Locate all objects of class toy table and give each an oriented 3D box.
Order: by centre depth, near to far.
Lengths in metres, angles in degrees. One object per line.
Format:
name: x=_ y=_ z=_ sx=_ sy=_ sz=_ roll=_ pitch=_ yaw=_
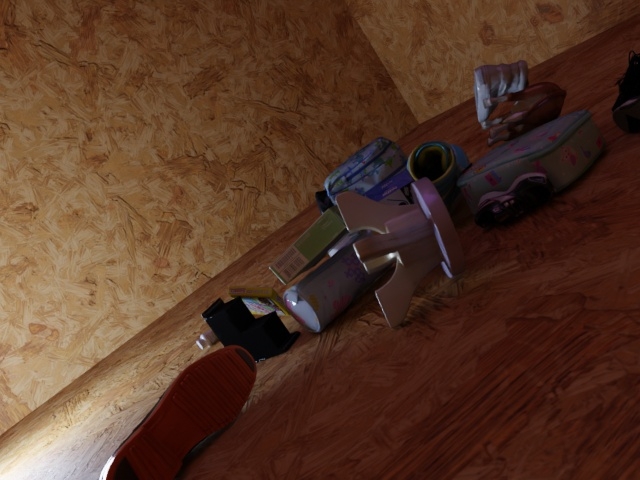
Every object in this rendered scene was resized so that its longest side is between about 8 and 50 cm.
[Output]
toy table: x=0.145 y=0.007 z=1.018 sx=0.161 sy=0.252 sz=0.274 roll=-23 pitch=-24 yaw=5

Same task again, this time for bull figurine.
bull figurine: x=0.479 y=-0.282 z=1.357 sx=0.188 sy=0.101 sz=0.310 roll=-14 pitch=-13 yaw=13

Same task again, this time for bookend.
bookend: x=-0.156 y=0.187 z=1.298 sx=0.156 sy=0.157 sz=0.072 roll=-27 pitch=11 yaw=37

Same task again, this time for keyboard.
keyboard: x=0.653 y=-0.324 z=1.177 sx=0.100 sy=0.192 sz=0.038 roll=-4 pitch=49 yaw=-5

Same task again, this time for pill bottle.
pill bottle: x=-0.324 y=0.283 z=1.720 sx=0.083 sy=0.043 sz=0.043 roll=-38 pitch=10 yaw=-26

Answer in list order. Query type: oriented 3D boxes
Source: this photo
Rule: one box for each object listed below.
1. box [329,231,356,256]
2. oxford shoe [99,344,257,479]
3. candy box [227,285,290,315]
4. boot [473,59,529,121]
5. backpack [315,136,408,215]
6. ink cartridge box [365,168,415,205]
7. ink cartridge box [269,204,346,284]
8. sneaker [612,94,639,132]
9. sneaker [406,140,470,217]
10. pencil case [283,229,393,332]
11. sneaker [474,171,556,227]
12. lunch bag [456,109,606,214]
box: x=0.119 y=0.012 z=1.457 sx=0.170 sy=0.091 sz=0.130 roll=-35 pitch=10 yaw=-12
oxford shoe: x=-0.259 y=0.324 z=1.059 sx=0.132 sy=0.130 sz=0.363 roll=-35 pitch=4 yaw=47
candy box: x=-0.143 y=0.147 z=1.408 sx=0.105 sy=0.027 sz=0.206 roll=4 pitch=-19 yaw=11
boot: x=0.433 y=-0.353 z=1.389 sx=0.123 sy=0.095 sz=0.258 roll=-8 pitch=-4 yaw=14
backpack: x=0.153 y=-0.195 z=2.033 sx=0.355 sy=0.273 sz=0.290 roll=-21 pitch=3 yaw=3
ink cartridge box: x=0.184 y=-0.040 z=1.169 sx=0.097 sy=0.207 sz=0.046 roll=-32 pitch=39 yaw=14
ink cartridge box: x=0.000 y=0.000 z=1.216 sx=0.171 sy=0.056 sz=0.235 roll=-45 pitch=-3 yaw=14
sneaker: x=0.673 y=-0.280 z=1.086 sx=0.163 sy=0.086 sz=0.226 roll=-36 pitch=8 yaw=2
sneaker: x=0.288 y=-0.177 z=1.365 sx=0.127 sy=0.208 sz=0.319 roll=12 pitch=47 yaw=19
pencil case: x=0.045 y=0.080 z=1.271 sx=0.113 sy=0.124 sz=0.273 roll=29 pitch=55 yaw=33
sneaker: x=0.370 y=-0.065 z=1.123 sx=0.077 sy=0.072 sz=0.178 roll=-54 pitch=11 yaw=-33
lunch bag: x=0.435 y=-0.164 z=1.229 sx=0.224 sy=0.108 sz=0.279 roll=-40 pitch=11 yaw=-33
